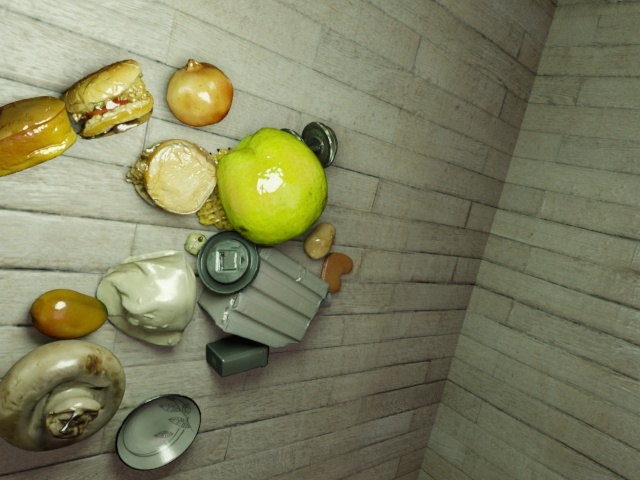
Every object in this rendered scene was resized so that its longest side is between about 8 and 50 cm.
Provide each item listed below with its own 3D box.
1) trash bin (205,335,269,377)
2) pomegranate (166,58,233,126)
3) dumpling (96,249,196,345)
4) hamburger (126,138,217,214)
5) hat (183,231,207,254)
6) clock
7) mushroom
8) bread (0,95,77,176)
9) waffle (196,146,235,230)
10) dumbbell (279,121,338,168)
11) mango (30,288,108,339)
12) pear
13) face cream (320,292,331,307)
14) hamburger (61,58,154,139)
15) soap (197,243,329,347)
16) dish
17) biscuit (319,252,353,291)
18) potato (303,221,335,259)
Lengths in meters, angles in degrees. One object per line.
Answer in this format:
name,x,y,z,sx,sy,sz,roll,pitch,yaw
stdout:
trash bin,-0.318,0.449,1.904,0.236,0.177,0.101,-9,112,-35
pomegranate,-0.377,-0.455,1.502,0.209,0.209,0.209,-16,115,-37
dumpling,-0.576,0.192,1.599,0.315,0.233,0.395,0,123,-9
hamburger,-0.470,-0.204,1.535,0.286,0.146,0.243,-16,112,-25
hat,-0.443,0.015,1.714,0.076,0.059,0.077,23,94,-39
clock,-0.321,0.076,1.675,0.226,0.226,0.049,-62,165,-6
mushroom,-0.761,0.482,1.422,0.362,0.294,0.362,-24,131,-32
bread,-0.771,-0.271,1.218,0.270,0.195,0.142,-27,129,-15
waffle,-0.334,-0.180,1.738,0.329,0.062,0.329,-16,115,-38
dumbbell,-0.062,-0.350,1.829,0.290,0.192,0.192,-25,120,-35
mango,-0.767,0.231,1.459,0.221,0.120,0.151,36,83,-49
pear,-0.165,-0.189,1.596,0.391,0.391,0.391,-16,115,-37
face cream,-0.041,0.280,2.170,0.198,0.057,0.084,-6,105,-38
hamburger,-0.590,-0.390,1.324,0.244,0.244,0.163,-36,126,-27
soap,-0.209,0.220,1.890,0.435,0.213,0.350,34,79,-43
dish,-0.611,0.687,1.776,0.316,0.106,0.316,-15,114,-35
biscuit,0.077,0.153,2.224,0.186,0.036,0.192,20,83,-44
potato,0.000,0.000,2.069,0.118,0.109,0.178,43,69,-19
